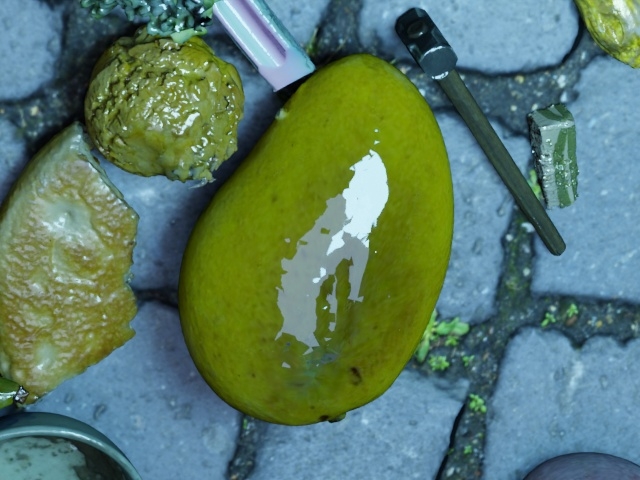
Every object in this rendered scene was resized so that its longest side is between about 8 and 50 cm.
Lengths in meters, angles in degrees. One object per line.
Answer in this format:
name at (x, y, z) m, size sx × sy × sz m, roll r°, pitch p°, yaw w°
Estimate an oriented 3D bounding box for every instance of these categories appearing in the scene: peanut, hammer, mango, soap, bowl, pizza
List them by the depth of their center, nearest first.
soap at (-0.070, -0.233, 1.892) m, size 0.056 × 0.100 × 0.149 m, roll -36°, pitch 115°, yaw 7°
mango at (0.000, 0.000, 1.948) m, size 0.301 × 0.220 × 0.445 m, roll 12°, pitch 100°, yaw -10°
peanut at (0.331, -0.290, 1.960) m, size 0.087 × 0.087 × 0.207 m, roll -35°, pitch 113°, yaw 4°
pizza at (-0.299, 0.037, 1.971) m, size 0.182 × 0.074 × 0.365 m, roll 4°, pitch 111°, yaw -11°
hammer at (0.203, -0.116, 2.008) m, size 0.043 × 0.111 × 0.365 m, roll -34°, pitch 121°, yaw 5°
bowl at (-0.348, 0.316, 2.036) m, size 0.289 × 0.146 × 0.289 m, roll -4°, pitch 115°, yaw -10°

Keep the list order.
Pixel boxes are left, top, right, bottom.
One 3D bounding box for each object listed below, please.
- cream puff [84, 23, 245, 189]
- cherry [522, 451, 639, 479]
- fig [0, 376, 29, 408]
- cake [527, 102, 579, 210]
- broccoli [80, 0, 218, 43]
cream puff at (-0.172, -0.143, 1.894) m, size 0.189 × 0.129 × 0.189 m, roll -3°, pitch 112°, yaw -7°
cherry at (0.375, 0.392, 2.158) m, size 0.307 × 0.261 × 0.221 m, roll 20°, pitch 108°, yaw -36°
fig at (-0.445, 0.179, 1.951) m, size 0.184 × 0.126 × 0.133 m, roll 3°, pitch 100°, yaw 21°
cake at (0.285, -0.102, 2.061) m, size 0.051 × 0.055 × 0.140 m, roll -16°, pitch 132°, yaw -6°
broccoli at (-0.142, -0.383, 1.727) m, size 0.272 × 0.334 × 0.324 m, roll -27°, pitch 145°, yaw -35°
